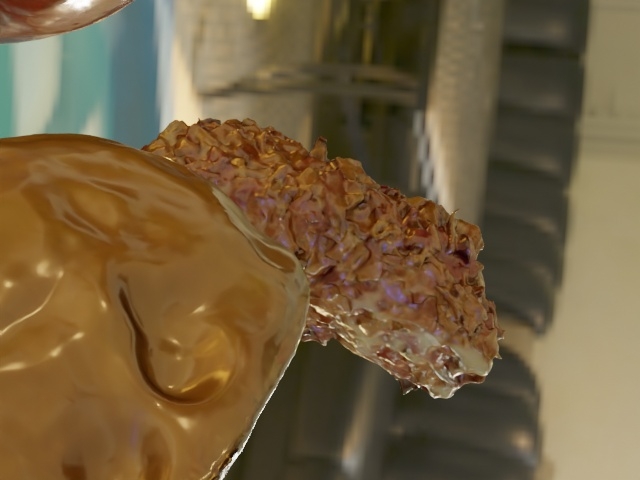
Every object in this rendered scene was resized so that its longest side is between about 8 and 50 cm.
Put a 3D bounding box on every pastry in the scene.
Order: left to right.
[{"bbox_3d":[0.000,-0.001,0.798,0.087,0.169,0.063,106,10,-59],"label":"pastry"}]

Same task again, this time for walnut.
[{"bbox_3d":[-0.093,0.037,0.393,0.087,0.167,0.211,55,31,-18],"label":"walnut"}]

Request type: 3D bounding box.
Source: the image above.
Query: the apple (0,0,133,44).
[{"bbox_3d":[-0.202,-0.241,1.001,0.348,0.348,0.277,71,13,-64],"label":"apple"}]
